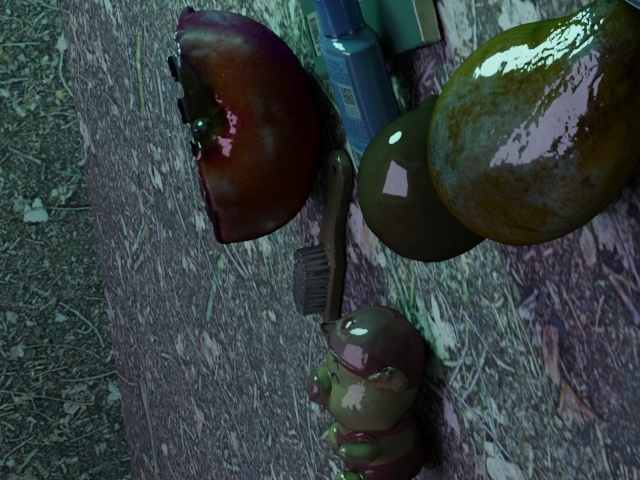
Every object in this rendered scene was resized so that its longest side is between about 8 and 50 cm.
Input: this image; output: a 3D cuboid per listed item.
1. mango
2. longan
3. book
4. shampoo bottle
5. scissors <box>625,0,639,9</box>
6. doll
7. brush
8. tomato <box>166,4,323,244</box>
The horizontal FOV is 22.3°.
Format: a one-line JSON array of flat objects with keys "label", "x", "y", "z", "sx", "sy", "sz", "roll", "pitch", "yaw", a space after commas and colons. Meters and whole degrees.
[{"label": "mango", "x": 0.206, "y": -0.107, "z": 1.460, "sx": 0.316, "sy": 0.146, "sz": 0.193, "roll": -43, "pitch": 63, "yaw": 54}, {"label": "longan", "x": 0.120, "y": -0.064, "z": 1.706, "sx": 0.189, "sy": 0.189, "sz": 0.189, "roll": 165, "pitch": 90, "yaw": -72}, {"label": "book", "x": 0.036, "y": -0.339, "z": 1.954, "sx": 0.379, "sy": 0.031, "sz": 0.264, "roll": 180, "pitch": 75, "yaw": -72}, {"label": "shampoo bottle", "x": 0.047, "y": -0.187, "z": 1.912, "sx": 0.104, "sy": 0.061, "sz": 0.258, "roll": 38, "pitch": 151, "yaw": 57}, {"label": "scissors", "x": 0.183, "y": -0.311, "z": 1.334, "sx": 0.393, "sy": 0.032, "sz": 0.180, "roll": 33, "pitch": 140, "yaw": 34}, {"label": "doll", "x": 0.061, "y": 0.202, "z": 2.114, "sx": 0.196, "sy": 0.152, "sz": 0.256, "roll": 32, "pitch": 131, "yaw": 47}, {"label": "brush", "x": 0.000, "y": 0.000, "z": 2.283, "sx": 0.327, "sy": 0.065, "sz": 0.070, "roll": 98, "pitch": 154, "yaw": -47}, {"label": "tomato", "x": -0.090, "y": -0.173, "z": 2.252, "sx": 0.289, "sy": 0.176, "sz": 0.335, "roll": -81, "pitch": -21, "yaw": -82}]
